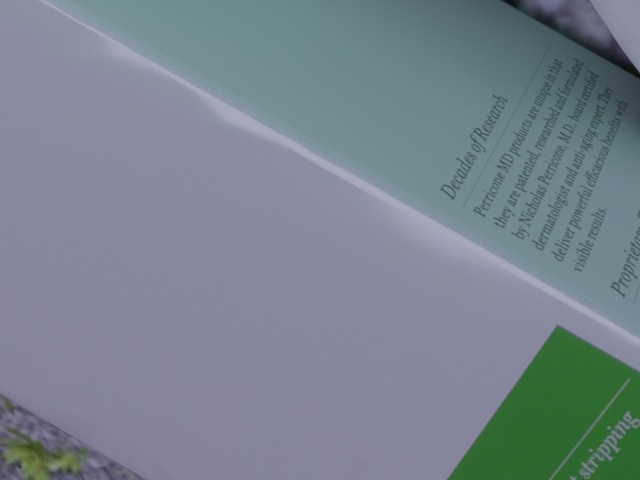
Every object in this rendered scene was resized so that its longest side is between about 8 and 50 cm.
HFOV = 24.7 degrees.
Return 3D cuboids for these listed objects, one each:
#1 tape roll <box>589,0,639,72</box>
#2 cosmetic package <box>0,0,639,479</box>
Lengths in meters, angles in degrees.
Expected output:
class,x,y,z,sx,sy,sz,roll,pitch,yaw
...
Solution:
class,x,y,z,sx,sy,sz,roll,pitch,yaw
tape roll,0.234,-0.129,0.375,0.392,0.072,0.392,23,142,19
cosmetic package,0.000,0.000,0.572,0.366,0.155,0.197,28,130,3
